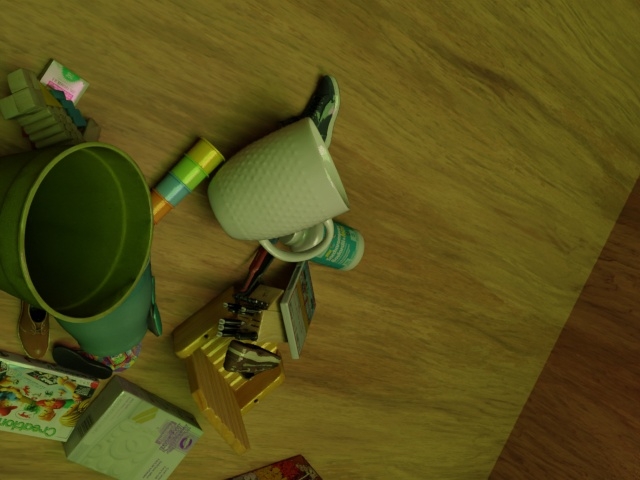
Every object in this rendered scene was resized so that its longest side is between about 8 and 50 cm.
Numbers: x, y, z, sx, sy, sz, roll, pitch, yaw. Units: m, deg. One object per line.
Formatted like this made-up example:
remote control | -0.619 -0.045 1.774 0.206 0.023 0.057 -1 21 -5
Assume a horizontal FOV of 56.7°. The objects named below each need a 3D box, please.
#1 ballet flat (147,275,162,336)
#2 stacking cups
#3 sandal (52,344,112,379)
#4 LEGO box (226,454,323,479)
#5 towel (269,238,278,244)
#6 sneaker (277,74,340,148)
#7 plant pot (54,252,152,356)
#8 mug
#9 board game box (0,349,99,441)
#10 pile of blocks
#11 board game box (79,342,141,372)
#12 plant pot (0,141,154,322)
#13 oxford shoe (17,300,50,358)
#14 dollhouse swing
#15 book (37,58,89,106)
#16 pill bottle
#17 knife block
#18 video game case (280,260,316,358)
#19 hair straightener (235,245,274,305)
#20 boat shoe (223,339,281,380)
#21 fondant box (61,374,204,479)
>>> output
ballet flat | -0.489 0.182 1.660 0.074 0.074 0.203 -17 123 -28
stacking cups | -0.395 -0.136 1.570 0.316 0.096 0.096 -46 127 -9
sandal | -0.649 0.327 1.617 0.067 0.040 0.179 -35 129 21
LEGO box | -0.195 1.081 2.132 0.373 0.193 0.499 -7 112 -32
towel | -0.173 -0.031 1.802 0.120 0.029 0.067 16 99 -37
sneaker | -0.035 -0.371 1.721 0.164 0.086 0.226 -4 112 -36
plant pot | -0.548 0.143 1.492 0.272 0.271 0.255 -21 134 -26
mug | -0.103 -0.104 1.636 0.328 0.276 0.374 -23 115 9
board game box | -0.772 0.410 1.564 0.305 0.053 0.193 28 92 -38
pile of blocks | -0.601 -0.237 1.375 0.113 0.148 0.362 -17 131 15
board game box | -0.584 0.316 1.665 0.169 0.033 0.133 16 99 -37
plant pot | -0.614 -0.039 1.264 0.366 0.353 0.366 8 90 -69
oxford shoe | -0.724 0.216 1.505 0.076 0.076 0.212 -8 115 -33
dollhouse swing | -0.229 0.388 1.762 0.315 0.305 0.346 -38 124 -15
book | -0.621 -0.334 1.382 0.096 0.035 0.144 33 88 -43
pill bottle | 0.000 0.000 1.857 0.264 0.146 0.146 18 98 -37
knife block | -0.188 0.256 1.710 0.242 0.088 0.275 -51 141 -41
video game case | -0.064 0.199 1.845 0.025 0.285 0.204 -3 118 14
hair straightener | -0.187 0.124 1.791 0.089 0.047 0.230 50 50 -38
boat shoe | -0.201 0.347 1.687 0.095 0.095 0.257 -66 151 -7
fondant box | -0.547 0.578 1.757 0.238 0.096 0.330 -51 129 -6
